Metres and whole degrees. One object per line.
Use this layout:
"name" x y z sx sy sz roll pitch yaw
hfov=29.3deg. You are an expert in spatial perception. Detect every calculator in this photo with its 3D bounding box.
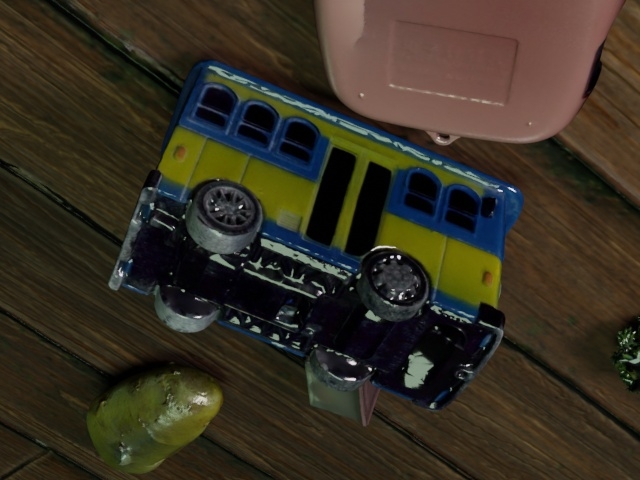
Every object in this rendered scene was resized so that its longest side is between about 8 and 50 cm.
"calculator" 0.098 -0.184 0.817 0.220 0.048 0.329 9 137 7

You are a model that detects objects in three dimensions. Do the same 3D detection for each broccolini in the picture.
"broccolini" 0.310 0.039 1.014 0.057 0.071 0.254 48 141 29

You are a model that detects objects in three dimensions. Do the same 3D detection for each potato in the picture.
"potato" -0.178 0.189 1.290 0.105 0.085 0.188 39 130 -26

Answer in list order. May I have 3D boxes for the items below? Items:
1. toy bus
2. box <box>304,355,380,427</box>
"toy bus" 0.000 0.000 0.954 0.288 0.175 0.138 22 138 -7
"box" 0.023 0.129 1.179 0.063 0.060 0.084 10 140 15
